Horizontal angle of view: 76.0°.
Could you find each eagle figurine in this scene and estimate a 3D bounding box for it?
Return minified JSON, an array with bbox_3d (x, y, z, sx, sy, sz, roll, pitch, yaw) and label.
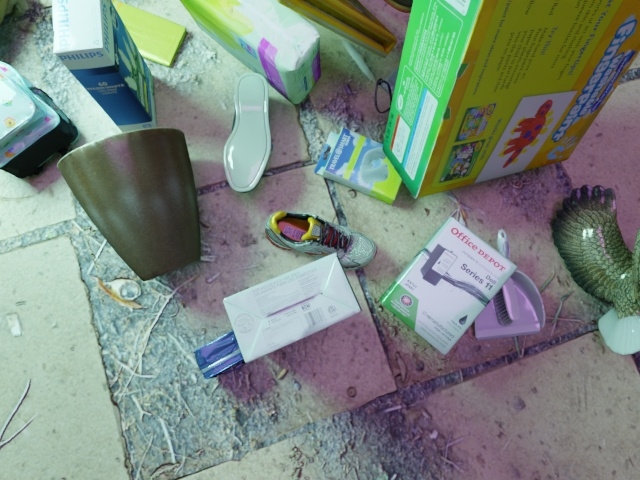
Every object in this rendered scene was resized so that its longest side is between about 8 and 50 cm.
[{"bbox_3d":[0.593,0.042,0.774,0.298,0.226,0.225,48,41,-10],"label":"eagle figurine"}]

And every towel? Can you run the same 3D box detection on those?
[{"bbox_3d":[-0.421,-0.462,0.897,0.237,0.021,0.102,20,83,-1],"label":"towel"}]

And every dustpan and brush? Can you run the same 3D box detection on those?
[{"bbox_3d":[0.369,0.086,0.818,0.147,0.060,0.211,-5,78,-5],"label":"dustpan and brush"}]

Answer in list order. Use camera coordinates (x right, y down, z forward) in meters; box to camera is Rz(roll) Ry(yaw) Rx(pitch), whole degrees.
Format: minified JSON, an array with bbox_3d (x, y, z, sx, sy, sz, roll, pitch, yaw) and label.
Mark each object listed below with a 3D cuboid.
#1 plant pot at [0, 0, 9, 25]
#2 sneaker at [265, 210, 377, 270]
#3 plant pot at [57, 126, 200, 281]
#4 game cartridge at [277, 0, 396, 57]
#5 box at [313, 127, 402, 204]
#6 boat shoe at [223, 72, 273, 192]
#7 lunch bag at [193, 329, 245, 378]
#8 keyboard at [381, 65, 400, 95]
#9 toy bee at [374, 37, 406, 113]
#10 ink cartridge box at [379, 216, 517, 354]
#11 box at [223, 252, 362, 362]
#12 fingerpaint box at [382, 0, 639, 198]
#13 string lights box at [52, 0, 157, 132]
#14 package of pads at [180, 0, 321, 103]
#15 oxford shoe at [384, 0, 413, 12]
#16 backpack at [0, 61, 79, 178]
[{"bbox_3d":[-0.738,-0.429,0.776,0.237,0.237,0.255,7,92,-3],"label":"plant pot"},{"bbox_3d":[0.000,0.000,0.792,0.225,0.093,0.088,13,77,-2],"label":"sneaker"},{"bbox_3d":[-0.309,-0.052,0.739,0.215,0.215,0.231,-21,95,-9],"label":"plant pot"},{"bbox_3d":[-0.026,-0.504,0.793,0.285,0.053,0.324,0,51,-45],"label":"game cartridge"},{"bbox_3d":[0.087,-0.160,0.859,0.178,0.042,0.109,22,77,0],"label":"box"},{"bbox_3d":[-0.145,-0.211,0.833,0.095,0.079,0.255,-2,76,-2],"label":"boat shoe"},{"bbox_3d":[-0.173,0.209,0.747,0.098,0.067,0.065,-27,82,-11],"label":"lunch bag"},{"bbox_3d":[0.252,-0.290,0.916,0.256,0.014,0.072,42,73,5],"label":"keyboard"},{"bbox_3d":[0.257,-0.373,0.852,0.162,0.195,0.299,12,80,40],"label":"toy bee"},{"bbox_3d":[0.235,0.082,0.771,0.153,0.087,0.208,39,91,8],"label":"ink cartridge box"},{"bbox_3d":[-0.044,0.116,0.664,0.169,0.290,0.087,-23,79,-7],"label":"box"},{"bbox_3d":[0.331,-0.314,0.679,0.370,0.445,0.163,-15,55,-14],"label":"fingerpaint box"},{"bbox_3d":[-0.380,-0.318,0.745,0.076,0.260,0.134,-8,79,-6],"label":"string lights box"},{"bbox_3d":[-0.133,-0.410,0.791,0.296,0.229,0.101,39,94,-2],"label":"package of pads"},{"bbox_3d":[0.083,-0.523,0.758,0.271,0.098,0.097,24,108,1],"label":"oxford shoe"},{"bbox_3d":[-0.596,-0.236,0.773,0.166,0.144,0.188,-43,81,-6],"label":"backpack"}]
